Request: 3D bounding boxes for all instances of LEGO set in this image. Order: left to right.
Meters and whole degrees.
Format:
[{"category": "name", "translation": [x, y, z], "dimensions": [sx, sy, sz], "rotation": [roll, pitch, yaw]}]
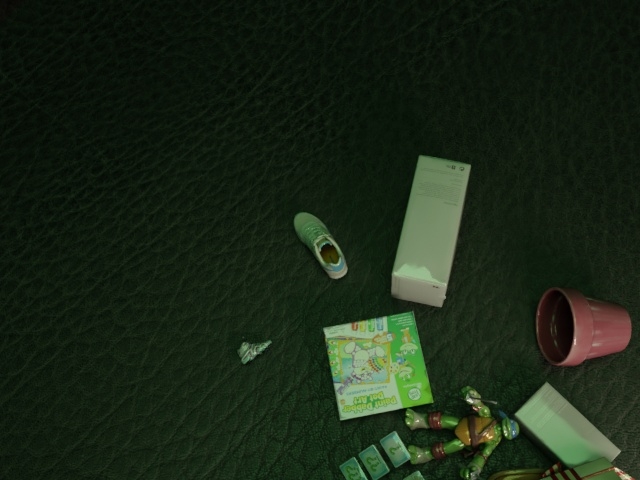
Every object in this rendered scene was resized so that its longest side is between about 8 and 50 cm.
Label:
[{"category": "LEGO set", "translation": [0.169, 0.620, 1.696], "dimensions": [0.182, 0.060, 0.244], "rotation": [-36, 71, 14]}]

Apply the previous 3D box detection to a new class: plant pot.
[{"category": "plant pot", "translation": [0.683, 0.222, 1.792], "dimensions": [0.180, 0.201, 0.201], "rotation": [3, 66, -11]}]

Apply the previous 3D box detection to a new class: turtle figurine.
[{"category": "turtle figurine", "translation": [0.333, 0.465, 1.683], "dimensions": [0.266, 0.275, 0.197], "rotation": [-13, 100, 22]}]

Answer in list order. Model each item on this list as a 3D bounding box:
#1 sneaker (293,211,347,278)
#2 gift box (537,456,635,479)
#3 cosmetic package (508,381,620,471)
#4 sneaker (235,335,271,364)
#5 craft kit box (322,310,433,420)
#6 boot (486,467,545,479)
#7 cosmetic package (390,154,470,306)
[{"category": "sneaker", "translation": [0.000, 0.000, 1.984], "dimensions": [0.087, 0.092, 0.228], "rotation": [-35, 68, -8]}, {"category": "gift box", "translation": [0.613, 0.657, 1.537], "dimensions": [0.276, 0.258, 0.255], "rotation": [-14, 105, -4]}, {"category": "cosmetic package", "translation": [0.602, 0.483, 1.727], "dimensions": [0.127, 0.107, 0.238], "rotation": [-40, 73, -11]}, {"category": "sneaker", "translation": [-0.189, 0.286, 1.906], "dimensions": [0.098, 0.038, 0.069], "rotation": [-35, 69, -10]}, {"category": "craft kit box", "translation": [0.148, 0.330, 1.834], "dimensions": [0.250, 0.061, 0.246], "rotation": [-11, 77, -1]}, {"category": "boot", "translation": [0.432, 0.672, 1.652], "dimensions": [0.283, 0.109, 0.220], "rotation": [-18, 66, -1]}, {"category": "cosmetic package", "translation": [0.304, -0.023, 1.915], "dimensions": [0.155, 0.197, 0.365], "rotation": [13, 67, 10]}]
